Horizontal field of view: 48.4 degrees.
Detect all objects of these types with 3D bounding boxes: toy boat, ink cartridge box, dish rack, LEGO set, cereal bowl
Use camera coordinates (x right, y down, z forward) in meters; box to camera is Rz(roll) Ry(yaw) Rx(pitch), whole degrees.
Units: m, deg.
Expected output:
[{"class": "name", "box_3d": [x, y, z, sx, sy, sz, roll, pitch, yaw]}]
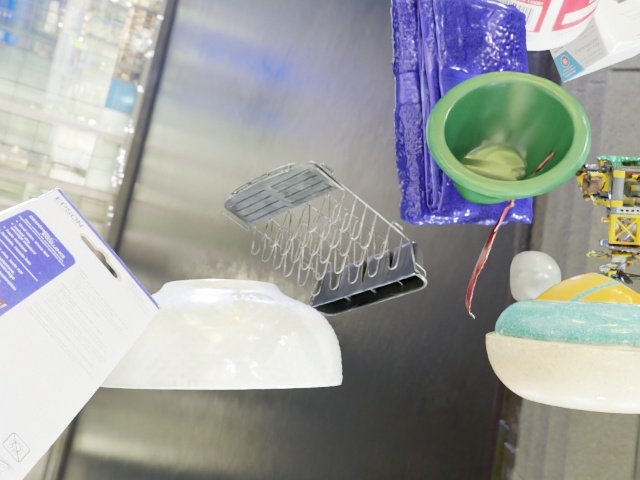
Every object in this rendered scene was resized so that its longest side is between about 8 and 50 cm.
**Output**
[{"class": "toy boat", "box_3d": [0.278, 0.085, 0.745, 0.318, 0.267, 0.148, 175, 97, -80]}, {"class": "ink cartridge box", "box_3d": [-0.244, 0.067, 0.561, 0.065, 0.165, 0.333, -37, 8, 13]}, {"class": "dish rack", "box_3d": [0.000, 0.000, 1.013, 0.208, 0.271, 0.074, -22, 44, 37]}, {"class": "LEGO set", "box_3d": [0.486, 0.000, 0.895, 0.255, 0.331, 0.192, -42, -47, -73]}, {"class": "ink cartridge box", "box_3d": [0.602, -0.523, 1.537, 0.198, 0.197, 0.270, 151, 97, -80]}, {"class": "cereal bowl", "box_3d": [-0.139, 0.131, 0.985, 0.339, 0.338, 0.141, 157, 114, -68]}]

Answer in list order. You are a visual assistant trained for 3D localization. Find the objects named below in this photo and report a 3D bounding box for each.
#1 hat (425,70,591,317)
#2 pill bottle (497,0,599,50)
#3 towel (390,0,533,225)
[{"class": "hat", "box_3d": [0.201, -0.067, 0.847, 0.173, 0.208, 0.184, 44, 161, 26]}, {"class": "pill bottle", "box_3d": [0.356, -0.504, 1.061, 0.408, 0.228, 0.229, 93, -179, -61]}, {"class": "towel", "box_3d": [0.202, -0.175, 0.956, 0.076, 0.227, 0.308, -3, 88, 61]}]
